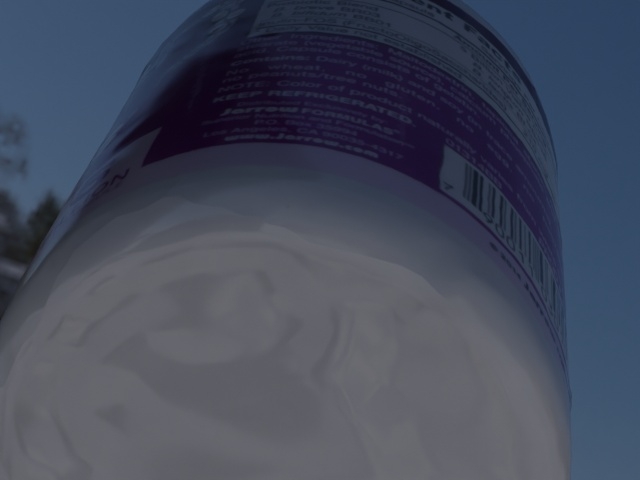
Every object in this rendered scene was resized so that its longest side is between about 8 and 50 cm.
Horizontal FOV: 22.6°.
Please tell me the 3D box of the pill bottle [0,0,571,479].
[{"bbox_3d":[0.000,0.000,0.562,0.169,0.169,0.301,18,26,-2],"label":"pill bottle"}]
